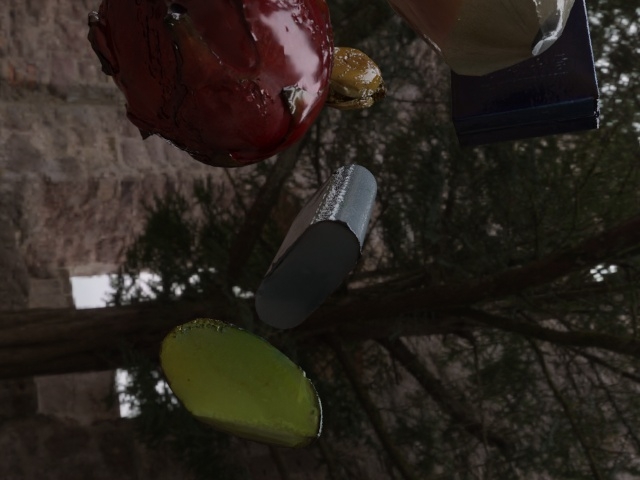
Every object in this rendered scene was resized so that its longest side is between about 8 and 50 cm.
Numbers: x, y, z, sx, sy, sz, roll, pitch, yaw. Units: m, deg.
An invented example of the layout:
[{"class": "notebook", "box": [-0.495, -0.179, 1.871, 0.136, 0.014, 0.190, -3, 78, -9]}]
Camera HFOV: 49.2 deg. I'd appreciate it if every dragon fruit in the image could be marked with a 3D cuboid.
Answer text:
[{"class": "dragon fruit", "box": [-0.127, -0.247, 0.874, 0.296, 0.301, 0.295, -16, -127, 22]}]

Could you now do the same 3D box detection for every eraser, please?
[{"class": "eraser", "box": [0.000, 0.000, 0.930, 0.174, 0.081, 0.227, -47, -173, 23]}]

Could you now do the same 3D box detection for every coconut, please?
[{"class": "coconut", "box": [0.222, -0.341, 0.920, 0.244, 0.239, 0.239, 54, -41, 20]}]

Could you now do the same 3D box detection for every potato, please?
[{"class": "potato", "box": [-0.086, 0.162, 0.753, 0.198, 0.119, 0.054, 22, -43, 10]}]

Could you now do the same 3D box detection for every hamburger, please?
[{"class": "hamburger", "box": [0.043, -0.303, 1.307, 0.138, 0.147, 0.083, 54, -40, 29]}]

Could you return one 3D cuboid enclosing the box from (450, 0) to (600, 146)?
[{"class": "box", "box": [0.390, -0.339, 1.364, 0.261, 0.116, 0.279, -6, -117, 18]}]
